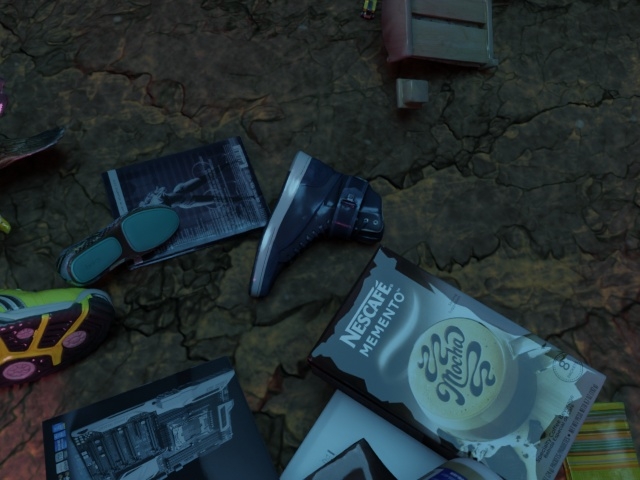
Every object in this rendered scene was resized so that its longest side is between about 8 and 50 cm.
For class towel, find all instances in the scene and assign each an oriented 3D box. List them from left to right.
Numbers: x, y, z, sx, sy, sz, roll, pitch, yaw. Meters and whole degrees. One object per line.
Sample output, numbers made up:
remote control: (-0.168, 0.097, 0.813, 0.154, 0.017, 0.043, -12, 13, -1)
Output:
towel: (0.375, 0.327, 0.949, 0.102, 0.021, 0.237, -4, 64, -5)

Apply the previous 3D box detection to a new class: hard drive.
hard drive: (0.098, 0.256, 0.929, 0.203, 0.040, 0.307, 32, 75, 11)

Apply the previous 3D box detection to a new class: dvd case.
dvd case: (-0.200, -0.060, 1.104, 0.221, 0.018, 0.164, -17, 67, -13)

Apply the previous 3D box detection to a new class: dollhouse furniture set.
dollhouse furniture set: (0.213, -0.387, 1.276, 0.303, 0.174, 0.355, -2, 90, -31)

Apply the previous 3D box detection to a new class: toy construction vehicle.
toy construction vehicle: (0.118, -0.415, 1.291, 0.086, 0.035, 0.098, 14, 64, 3)

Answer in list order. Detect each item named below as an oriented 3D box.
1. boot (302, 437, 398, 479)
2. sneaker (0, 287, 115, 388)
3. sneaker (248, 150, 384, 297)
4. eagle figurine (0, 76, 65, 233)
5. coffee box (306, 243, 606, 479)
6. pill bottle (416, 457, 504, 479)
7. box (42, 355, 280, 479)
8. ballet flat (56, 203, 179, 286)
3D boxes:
boot: (0.105, 0.315, 0.839, 0.249, 0.090, 0.206, -31, 76, -5)
sneaker: (-0.463, 0.111, 0.937, 0.385, 0.145, 0.147, -12, 51, -17)
sneaker: (0.001, -0.001, 1.052, 0.164, 0.086, 0.226, 23, 76, -2)
eagle figurine: (-0.505, -0.081, 0.992, 0.225, 0.226, 0.298, 27, 78, -30)
coffee box: (0.152, 0.159, 0.875, 0.297, 0.119, 0.168, 30, 76, 11)
pill bottle: (0.070, 0.330, 0.685, 0.265, 0.153, 0.153, -23, 67, -23)
box: (-0.172, 0.283, 0.821, 0.243, 0.076, 0.307, -18, 33, -12)
ballet flat: (-0.284, 0.001, 1.018, 0.070, 0.070, 0.188, 44, 47, 16)
